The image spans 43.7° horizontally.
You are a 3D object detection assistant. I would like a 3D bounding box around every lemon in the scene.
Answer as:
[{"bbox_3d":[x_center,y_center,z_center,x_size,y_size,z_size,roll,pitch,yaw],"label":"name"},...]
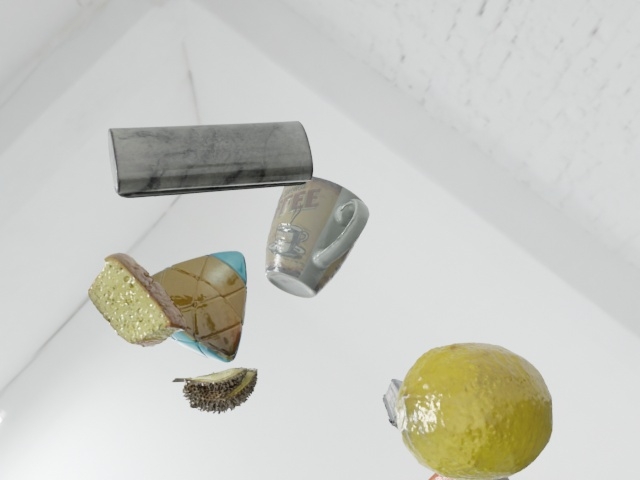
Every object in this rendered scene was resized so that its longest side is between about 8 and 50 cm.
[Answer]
[{"bbox_3d":[0.189,0.209,0.983,0.180,0.180,0.193,-52,-43,4],"label":"lemon"}]

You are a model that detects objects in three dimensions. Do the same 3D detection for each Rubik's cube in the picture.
[{"bbox_3d":[-0.295,0.145,1.649,0.254,0.254,0.254,-50,-10,-12],"label":"Rubik's cube"}]

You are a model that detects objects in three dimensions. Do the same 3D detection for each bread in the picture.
[{"bbox_3d":[-0.318,0.108,1.370,0.103,0.187,0.065,-43,-10,13],"label":"bread"}]

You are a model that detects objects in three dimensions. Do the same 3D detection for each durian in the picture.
[{"bbox_3d":[-0.166,0.240,1.266,0.110,0.140,0.071,67,-162,-80],"label":"durian"}]

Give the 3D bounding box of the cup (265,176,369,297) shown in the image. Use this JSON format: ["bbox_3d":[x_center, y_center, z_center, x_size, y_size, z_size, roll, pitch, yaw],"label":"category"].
[{"bbox_3d":[0.000,0.000,1.940,0.301,0.227,0.257,-12,52,53],"label":"cup"}]

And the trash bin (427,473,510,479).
[{"bbox_3d":[0.330,0.617,1.868,0.239,0.184,0.161,-44,-45,12],"label":"trash bin"}]

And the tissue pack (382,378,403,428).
[{"bbox_3d":[0.222,0.364,1.647,0.073,0.173,0.235,-64,0,1],"label":"tissue pack"}]

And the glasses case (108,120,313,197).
[{"bbox_3d":[-0.164,-0.130,1.212,0.299,0.114,0.060,-5,-26,-20],"label":"glasses case"}]
